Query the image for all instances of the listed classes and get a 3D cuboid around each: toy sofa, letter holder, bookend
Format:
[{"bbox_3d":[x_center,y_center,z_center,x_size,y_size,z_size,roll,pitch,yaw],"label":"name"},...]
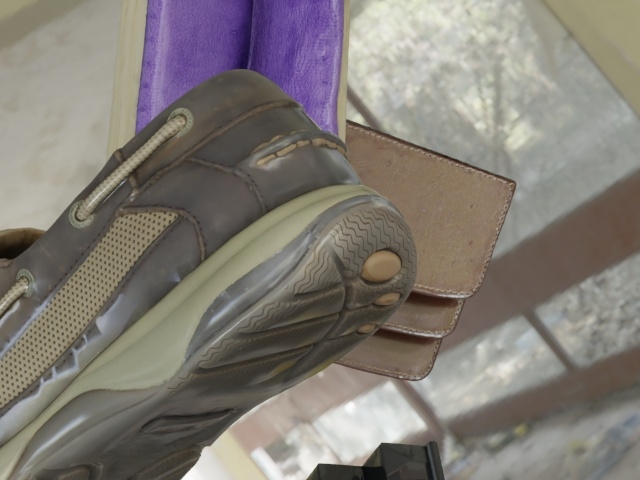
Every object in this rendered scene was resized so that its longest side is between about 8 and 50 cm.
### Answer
[{"bbox_3d":[-0.080,-0.160,1.069,0.177,0.362,0.150,-5,-14,36],"label":"toy sofa"},{"bbox_3d":[0.000,0.000,1.213,0.152,0.302,0.214,115,175,-84],"label":"letter holder"},{"bbox_3d":[0.061,0.332,1.698,0.156,0.072,0.157,9,-42,-22],"label":"bookend"}]

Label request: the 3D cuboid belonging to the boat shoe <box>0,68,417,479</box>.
[{"bbox_3d":[-0.115,0.054,0.596,0.355,0.130,0.132,-36,-23,22],"label":"boat shoe"}]
